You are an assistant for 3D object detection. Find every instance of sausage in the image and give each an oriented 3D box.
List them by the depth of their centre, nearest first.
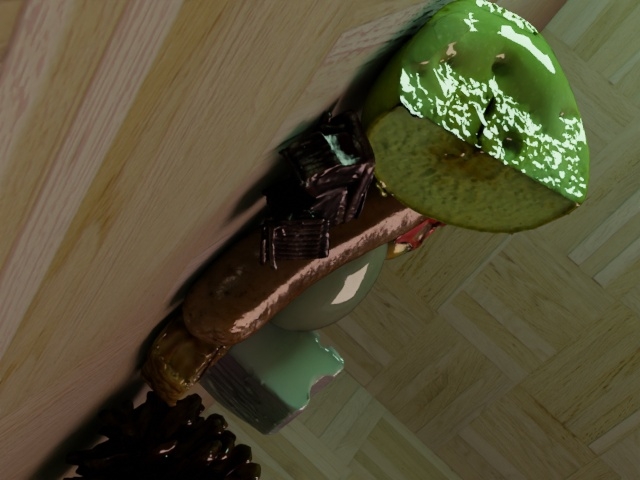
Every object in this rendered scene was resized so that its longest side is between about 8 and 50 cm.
[{"bbox_3d":[-0.001,-0.003,1.263,0.500,0.136,0.123,-32,168,-23],"label":"sausage"}]

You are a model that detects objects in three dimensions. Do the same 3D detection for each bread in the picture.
[{"bbox_3d":[-0.211,0.175,1.324,0.181,0.096,0.222,-44,175,-33],"label":"bread"}]

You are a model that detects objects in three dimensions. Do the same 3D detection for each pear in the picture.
[{"bbox_3d":[0.227,-0.203,1.214,0.238,0.342,0.318,-32,-144,57],"label":"pear"}]

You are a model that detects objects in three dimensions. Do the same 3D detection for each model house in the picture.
[{"bbox_3d":[-0.022,-0.071,1.081,0.164,0.141,0.203,-19,137,-36],"label":"model house"}]

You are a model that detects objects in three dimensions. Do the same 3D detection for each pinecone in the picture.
[{"bbox_3d":[-0.293,0.451,1.417,0.398,0.397,0.398,-47,174,-6],"label":"pinecone"}]

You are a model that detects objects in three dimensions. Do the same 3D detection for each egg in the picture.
[{"bbox_3d":[0.001,0.039,1.439,0.283,0.203,0.203,-45,175,3],"label":"egg"}]

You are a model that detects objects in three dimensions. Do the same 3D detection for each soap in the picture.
[{"bbox_3d":[-0.132,0.263,1.681,0.156,0.261,0.446,-46,175,-23],"label":"soap"}]

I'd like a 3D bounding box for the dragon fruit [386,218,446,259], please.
[{"bbox_3d":[0.146,-0.068,1.717,0.305,0.225,0.305,-48,177,-3],"label":"dragon fruit"}]
